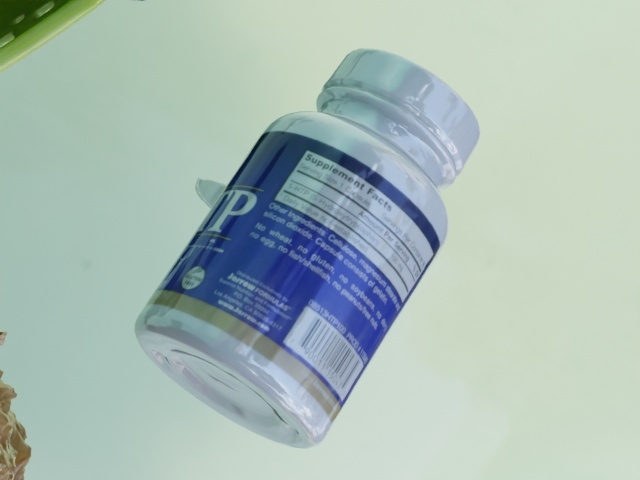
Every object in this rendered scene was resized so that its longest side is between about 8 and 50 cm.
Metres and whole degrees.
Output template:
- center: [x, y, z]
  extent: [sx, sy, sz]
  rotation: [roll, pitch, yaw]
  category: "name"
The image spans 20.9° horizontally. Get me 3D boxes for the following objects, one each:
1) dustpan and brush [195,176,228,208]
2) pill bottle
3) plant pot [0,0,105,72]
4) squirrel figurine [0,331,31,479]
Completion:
- center: [-0.026, 0.009, 1.543]
  extent: [0.147, 0.211, 0.060]
  rotation: [32, 81, -28]
  category: "dustpan and brush"
- center: [0.000, 0.000, 0.876]
  extent: [0.186, 0.112, 0.112]
  rotation: [-57, 155, -19]
  category: "pill bottle"
- center: [-0.315, -0.279, 1.537]
  extent: [0.228, 0.227, 0.207]
  rotation: [-32, -163, 4]
  category: "plant pot"
- center: [-0.259, 0.208, 0.775]
  extent: [0.397, 0.281, 0.370]
  rotation: [-42, 132, -29]
  category: "squirrel figurine"
